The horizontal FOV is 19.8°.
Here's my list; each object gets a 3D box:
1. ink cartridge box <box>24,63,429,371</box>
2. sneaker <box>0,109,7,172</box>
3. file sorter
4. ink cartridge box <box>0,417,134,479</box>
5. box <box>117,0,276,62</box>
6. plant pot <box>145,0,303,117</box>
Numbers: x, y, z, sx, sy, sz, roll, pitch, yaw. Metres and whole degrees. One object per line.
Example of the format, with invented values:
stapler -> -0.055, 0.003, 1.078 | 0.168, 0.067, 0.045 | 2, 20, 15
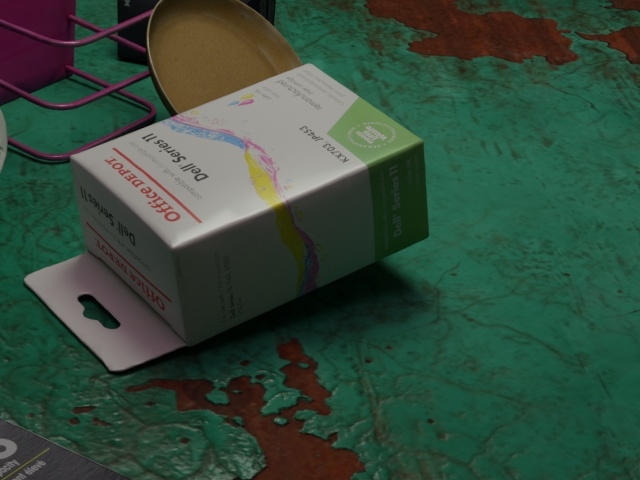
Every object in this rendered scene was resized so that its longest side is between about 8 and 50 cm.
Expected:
ink cartridge box -> -0.097, -0.029, 1.751 | 0.353, 0.119, 0.207 | -25, 40, -26
sneaker -> -0.460, -0.028, 1.777 | 0.236, 0.130, 0.323 | -5, 39, 21
file sorter -> -0.285, -0.261, 2.016 | 0.182, 0.291, 0.202 | 25, 35, 28
ink cartridge box -> -0.289, 0.239, 1.354 | 0.307, 0.072, 0.303 | 21, 34, 24
box -> -0.152, -0.281, 2.265 | 0.156, 0.093, 0.158 | 12, 29, 13
plant pot -> -0.102, -0.173, 2.026 | 0.236, 0.032, 0.236 | 26, 45, -29
